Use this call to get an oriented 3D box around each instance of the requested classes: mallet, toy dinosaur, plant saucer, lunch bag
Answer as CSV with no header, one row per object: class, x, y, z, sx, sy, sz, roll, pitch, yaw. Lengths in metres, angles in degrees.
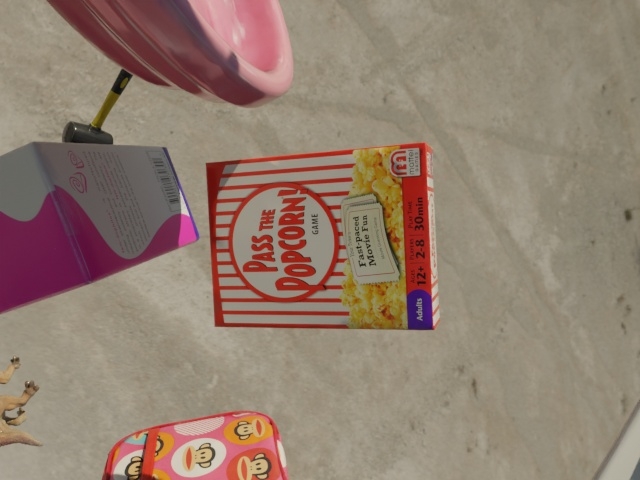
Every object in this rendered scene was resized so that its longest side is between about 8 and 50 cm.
mallet,-0.271,-0.191,0.748,0.062,0.190,0.039,25,23,-53
toy dinosaur,-0.687,0.320,1.084,0.296,0.127,0.200,56,27,0
plant saucer,-0.133,-0.240,0.390,0.332,0.084,0.332,56,19,-31
lunch bag,-0.157,0.331,0.631,0.258,0.293,0.120,-6,111,-10

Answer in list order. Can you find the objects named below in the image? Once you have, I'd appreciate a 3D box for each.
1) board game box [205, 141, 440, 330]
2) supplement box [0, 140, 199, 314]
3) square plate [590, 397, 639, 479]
board game box,0.000,0.000,0.474,0.045,0.193,0.147,-8,95,-71
supplement box,-0.216,-0.019,0.510,0.220,0.113,0.111,-43,114,-79
square plate,0.275,0.238,0.254,0.049,0.344,0.347,6,112,-62
